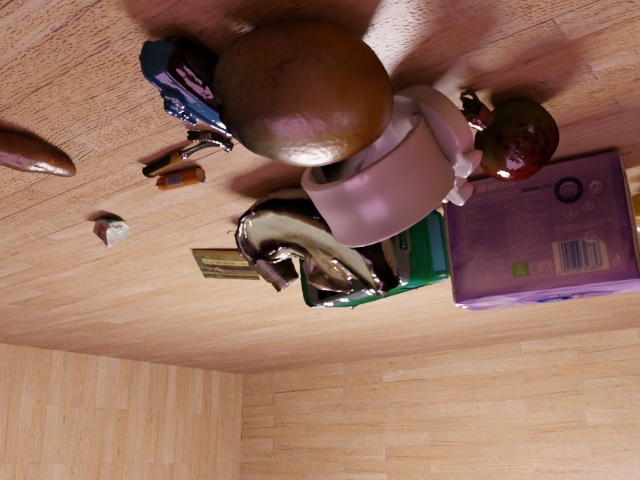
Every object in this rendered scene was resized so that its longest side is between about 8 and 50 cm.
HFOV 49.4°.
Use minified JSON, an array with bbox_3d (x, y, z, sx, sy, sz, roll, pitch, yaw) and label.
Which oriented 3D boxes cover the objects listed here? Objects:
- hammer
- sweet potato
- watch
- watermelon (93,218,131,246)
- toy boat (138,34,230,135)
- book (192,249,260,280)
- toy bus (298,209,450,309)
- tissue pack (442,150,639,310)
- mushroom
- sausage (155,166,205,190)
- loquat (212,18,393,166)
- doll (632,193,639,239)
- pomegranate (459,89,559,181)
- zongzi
[{"bbox_3d":[-0.244,-0.146,1.196,0.200,0.021,0.078,-17,156,38],"label":"hammer"},{"bbox_3d":[-0.498,-0.144,1.146,0.078,0.058,0.255,6,172,39],"label":"sweet potato"},{"bbox_3d":[0.092,-0.086,1.012,0.196,0.231,0.244,55,159,-21],"label":"watch"},{"bbox_3d":[-0.461,-0.017,1.523,0.085,0.061,0.085,1,171,0],"label":"watermelon"},{"bbox_3d":[-0.153,-0.189,0.935,0.097,0.100,0.223,-22,152,29],"label":"toy boat"},{"bbox_3d":[-0.246,0.067,1.855,0.160,0.024,0.228,2,163,-1],"label":"book"},{"bbox_3d":[0.123,0.039,1.528,0.199,0.184,0.343,4,164,-35],"label":"toy bus"},{"bbox_3d":[0.409,-0.005,1.301,0.338,0.242,0.160,-10,163,29],"label":"tissue pack"},{"bbox_3d":[0.000,-0.002,1.365,0.344,0.130,0.248,8,141,37],"label":"mushroom"},{"bbox_3d":[-0.264,-0.112,1.287,0.107,0.031,0.031,-8,161,26],"label":"sausage"},{"bbox_3d":[-0.021,-0.181,0.858,0.227,0.180,0.179,5,162,-28],"label":"loquat"},{"bbox_3d":[0.683,-0.035,1.428,0.251,0.111,0.237,-14,161,12],"label":"doll"},{"bbox_3d":[0.277,-0.157,1.026,0.129,0.130,0.159,-18,147,42],"label":"pomegranate"},{"bbox_3d":[-0.138,0.009,1.642,0.084,0.184,0.187,-36,116,10],"label":"zongzi"}]
